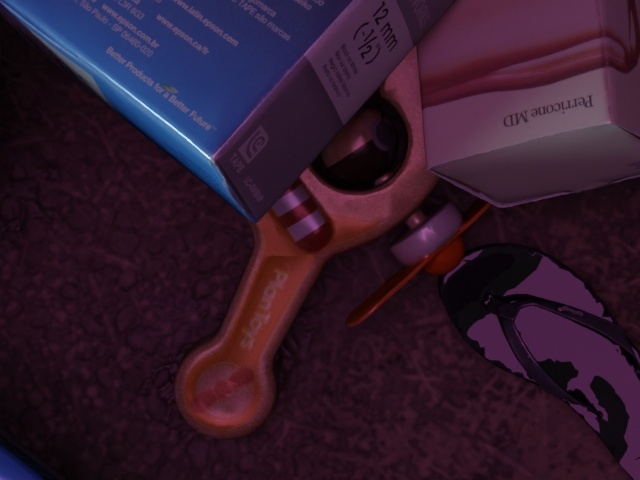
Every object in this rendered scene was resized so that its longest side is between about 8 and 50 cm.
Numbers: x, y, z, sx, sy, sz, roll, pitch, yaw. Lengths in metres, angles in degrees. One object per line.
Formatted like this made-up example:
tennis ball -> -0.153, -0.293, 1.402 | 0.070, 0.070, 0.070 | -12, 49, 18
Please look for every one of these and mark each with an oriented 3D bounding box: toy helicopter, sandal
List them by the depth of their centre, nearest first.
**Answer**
toy helicopter -> 0.000, 0.000, 1.278 | 0.235, 0.140, 0.355 | 25, 100, -4
sandal -> 0.203, 0.092, 1.279 | 0.254, 0.054, 0.097 | 40, 93, 4

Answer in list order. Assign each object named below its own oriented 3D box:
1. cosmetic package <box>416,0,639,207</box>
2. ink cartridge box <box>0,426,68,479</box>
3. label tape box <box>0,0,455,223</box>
cosmetic package -> 0.154, -0.190, 1.193 | 0.153, 0.129, 0.296 | -14, 71, 30
ink cartridge box -> -0.377, 0.131, 1.200 | 0.395, 0.285, 0.166 | 36, 80, 5
label tape box -> -0.029, -0.222, 1.142 | 0.249, 0.115, 0.347 | 38, 80, 26
